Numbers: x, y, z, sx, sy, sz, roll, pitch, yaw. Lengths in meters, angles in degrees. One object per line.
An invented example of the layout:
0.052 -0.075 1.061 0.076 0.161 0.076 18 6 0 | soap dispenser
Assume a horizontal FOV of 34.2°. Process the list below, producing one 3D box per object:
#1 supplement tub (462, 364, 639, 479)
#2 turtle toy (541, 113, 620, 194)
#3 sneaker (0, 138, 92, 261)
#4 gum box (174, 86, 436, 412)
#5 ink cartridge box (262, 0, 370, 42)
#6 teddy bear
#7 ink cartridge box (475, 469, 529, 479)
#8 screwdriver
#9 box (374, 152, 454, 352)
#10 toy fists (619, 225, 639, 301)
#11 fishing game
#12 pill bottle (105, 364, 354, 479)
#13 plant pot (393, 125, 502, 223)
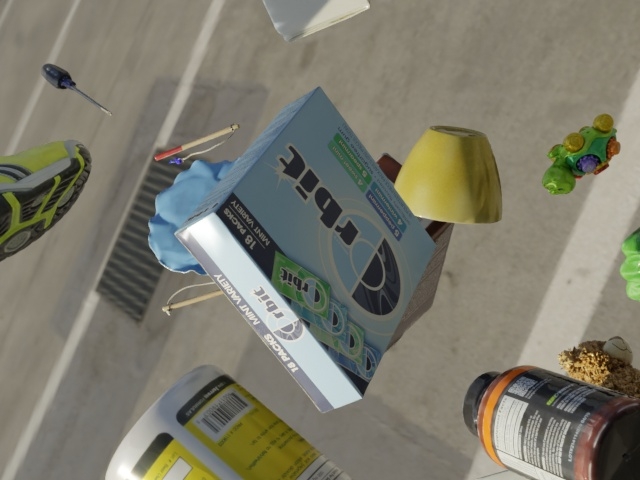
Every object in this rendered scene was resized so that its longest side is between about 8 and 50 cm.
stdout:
0.218 0.176 0.964 0.198 0.106 0.106 13 80 60 | supplement tub
0.350 -0.112 1.405 0.130 0.066 0.095 -33 -4 -7 | turtle toy
-0.434 -0.035 1.179 0.385 0.147 0.145 -33 -15 -33 | sneaker
0.000 0.000 0.724 0.041 0.157 0.184 -26 18 36 | gum box
-0.025 -0.411 1.314 0.122 0.211 0.289 -20 31 15 | ink cartridge box
0.575 0.284 1.847 0.338 0.245 0.113 -107 23 -54 | teddy bear
0.307 0.369 1.419 0.128 0.176 0.127 -22 72 19 | ink cartridge box
-0.277 -0.174 1.199 0.025 0.024 0.170 -34 42 -28 | screwdriver
0.070 0.052 1.493 0.191 0.143 0.381 -43 -18 -16 | box
0.522 0.076 1.432 0.142 0.279 0.096 -26 32 38 | toy fists
-0.148 -0.034 1.423 0.189 0.041 0.264 -21 58 14 | fishing game
-0.058 0.307 1.148 0.188 0.334 0.188 -48 -12 -14 | pill bottle
0.153 -0.082 1.220 0.134 0.134 0.095 -144 58 -62 | plant pot
